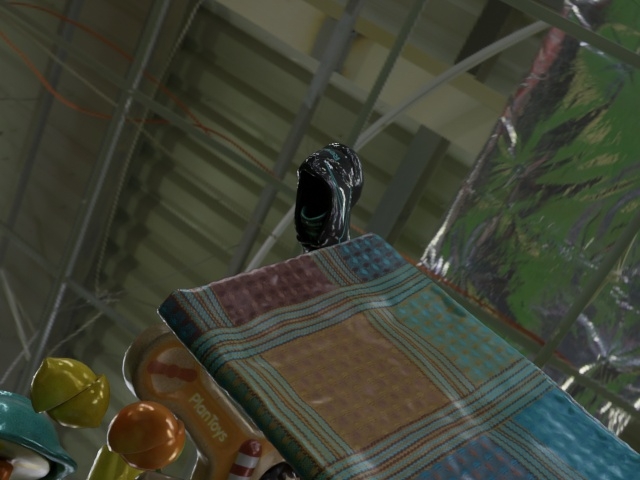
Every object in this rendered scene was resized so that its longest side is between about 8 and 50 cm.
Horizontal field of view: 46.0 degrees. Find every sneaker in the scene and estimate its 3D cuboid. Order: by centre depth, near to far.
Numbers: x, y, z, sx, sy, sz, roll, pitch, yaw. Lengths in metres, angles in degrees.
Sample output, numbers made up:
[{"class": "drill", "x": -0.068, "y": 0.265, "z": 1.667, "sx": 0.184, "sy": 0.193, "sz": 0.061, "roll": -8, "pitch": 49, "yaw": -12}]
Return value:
[{"class": "sneaker", "x": 0.000, "y": 0.000, "z": 1.064, "sx": 0.101, "sy": 0.106, "sz": 0.268, "roll": 5, "pitch": -75, "yaw": 29}]

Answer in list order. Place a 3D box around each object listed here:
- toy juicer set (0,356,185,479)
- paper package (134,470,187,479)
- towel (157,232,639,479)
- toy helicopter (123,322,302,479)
[{"class": "toy juicer set", "x": -0.271, "y": 0.164, "z": 0.631, "sx": 0.328, "sy": 0.090, "sz": 0.209, "roll": 23, "pitch": -42, "yaw": -22}, {"class": "paper package", "x": -0.044, "y": 0.347, "z": 0.602, "sx": 0.324, "sy": 0.168, "sz": 0.309, "roll": 21, "pitch": -40, "yaw": -8}, {"class": "towel", "x": 0.079, "y": 0.127, "z": 0.607, "sx": 0.370, "sy": 0.271, "sz": 0.040, "roll": 41, "pitch": -52, "yaw": 30}, {"class": "toy helicopter", "x": -0.080, "y": 0.214, "z": 0.808, "sx": 0.140, "sy": 0.235, "sz": 0.355, "roll": 25, "pitch": -31, "yaw": 52}]
